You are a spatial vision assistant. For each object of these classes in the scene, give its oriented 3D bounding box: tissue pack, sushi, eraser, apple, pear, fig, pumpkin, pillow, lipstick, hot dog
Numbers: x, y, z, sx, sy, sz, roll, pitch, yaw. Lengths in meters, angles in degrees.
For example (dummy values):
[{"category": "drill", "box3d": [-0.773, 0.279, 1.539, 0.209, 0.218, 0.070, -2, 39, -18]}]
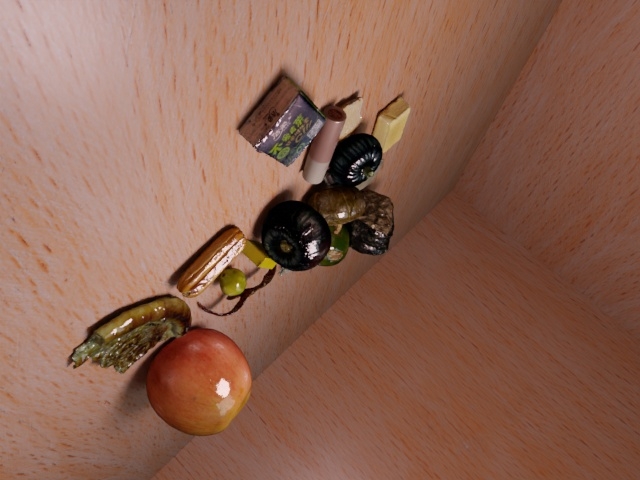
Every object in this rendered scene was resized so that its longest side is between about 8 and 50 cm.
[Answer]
[{"category": "tissue pack", "box3d": [-0.083, -0.280, 1.327, 0.173, 0.073, 0.235, -50, 165, 8]}, {"category": "sushi", "box3d": [0.205, -0.086, 2.268, 0.350, 0.211, 0.171, -73, 178, -58]}, {"category": "eraser", "box3d": [-0.200, 0.045, 1.776, 0.045, 0.097, 0.122, -49, 163, 6]}, {"category": "apple", "box3d": [-0.408, 0.496, 1.891, 0.364, 0.364, 0.364, -44, 165, -15]}, {"category": "pear", "box3d": [-0.281, 0.136, 1.777, 0.092, 0.092, 0.097, -49, 136, 5]}, {"category": "fig", "box3d": [0.000, 0.000, 2.134, 0.245, 0.195, 0.195, 15, 123, -33]}, {"category": "pumpkin", "box3d": [-0.077, -0.015, 1.717, 0.163, 0.233, 0.233, -50, 171, -50]}, {"category": "pillow", "box3d": [0.151, -0.237, 2.137, 0.229, 0.050, 0.148, -33, 153, -35]}, {"category": "lipstick", "box3d": [0.008, -0.275, 1.596, 0.070, 0.070, 0.254, -37, 161, -36]}, {"category": "pumpkin", "box3d": [0.118, -0.266, 1.805, 0.194, 0.150, 0.194, -35, -177, 2]}, {"category": "hot dog", "box3d": [-0.312, 0.058, 1.555, 0.249, 0.068, 0.100, -46, 155, -14]}, {"category": "pumpkin", "box3d": [0.053, -0.104, 1.892, 0.219, 0.162, 0.219, -11, 178, 0]}]

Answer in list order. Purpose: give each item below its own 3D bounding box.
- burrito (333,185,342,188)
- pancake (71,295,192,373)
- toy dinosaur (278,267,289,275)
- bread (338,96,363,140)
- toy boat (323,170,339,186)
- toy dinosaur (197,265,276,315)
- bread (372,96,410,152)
[{"category": "burrito", "box3d": [0.123, -0.258, 1.984, 0.203, 0.064, 0.064, -50, 165, 7]}, {"category": "pancake", "box3d": [-0.511, 0.274, 1.548, 0.305, 0.067, 0.427, -44, 166, -9]}, {"category": "toy dinosaur", "box3d": [-0.120, 0.076, 2.202, 0.187, 0.044, 0.106, -64, 175, 11]}, {"category": "bread", "box3d": [0.076, -0.367, 1.616, 0.129, 0.044, 0.126, -35, 154, -31]}, {"category": "toy boat", "box3d": [0.056, -0.221, 1.907, 0.066, 0.059, 0.140, -21, -174, 45]}, {"category": "toy dinosaur", "box3d": [-0.263, 0.150, 1.909, 0.327, 0.113, 0.206, -36, -170, -5]}, {"category": "bread", "box3d": [0.247, -0.407, 1.937, 0.125, 0.068, 0.188, -42, 163, -22]}]
